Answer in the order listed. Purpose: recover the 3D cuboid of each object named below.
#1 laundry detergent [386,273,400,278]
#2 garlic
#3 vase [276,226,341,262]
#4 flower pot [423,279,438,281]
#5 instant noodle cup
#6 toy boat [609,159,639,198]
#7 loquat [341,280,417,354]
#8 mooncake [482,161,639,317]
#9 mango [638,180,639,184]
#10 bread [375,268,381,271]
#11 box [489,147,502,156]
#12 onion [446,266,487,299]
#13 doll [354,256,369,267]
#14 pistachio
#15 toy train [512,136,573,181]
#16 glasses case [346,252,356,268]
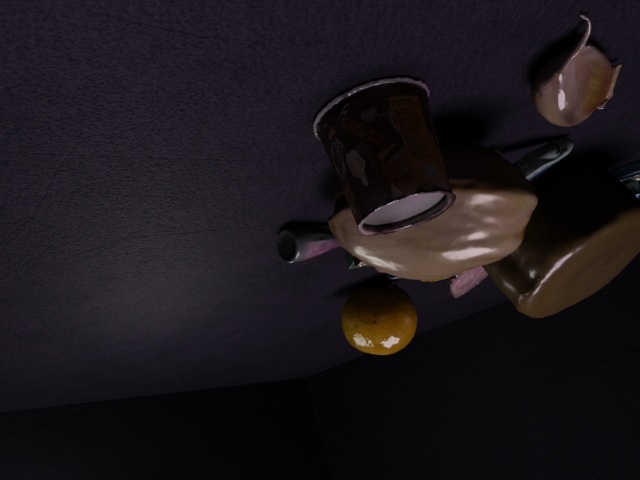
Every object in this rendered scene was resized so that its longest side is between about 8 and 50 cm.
[{"bbox_3d":[0.317,0.095,2.337,0.206,0.061,0.096,0,154,-44],"label":"laundry detergent"},{"bbox_3d":[0.436,-0.284,1.226,0.128,0.149,0.266,16,-177,26],"label":"garlic"},{"bbox_3d":[0.000,0.000,1.725,0.214,0.086,0.086,-8,162,-39],"label":"vase"},{"bbox_3d":[0.327,-0.006,1.829,0.195,0.179,0.195,-16,165,-4],"label":"flower pot"},{"bbox_3d":[0.115,-0.134,1.189,0.217,0.208,0.217,-15,162,-5],"label":"instant noodle cup"},{"bbox_3d":[0.896,-0.161,2.012,0.215,0.102,0.088,-25,163,25],"label":"toy boat"},{"bbox_3d":[0.218,0.271,2.475,0.274,0.275,0.275,-15,163,-5],"label":"loquat"},{"bbox_3d":[0.668,-0.003,1.914,0.466,0.262,0.467,-21,148,-14],"label":"mooncake"},{"bbox_3d":[0.945,-0.115,2.179,0.133,0.111,0.267,11,153,-26],"label":"mango"},{"bbox_3d":[0.212,0.029,1.975,0.105,0.082,0.125,4,137,-14],"label":"bread"},{"bbox_3d":[0.362,-0.139,1.658,0.103,0.055,0.244,-16,162,-4],"label":"box"},{"bbox_3d":[0.516,0.076,2.413,0.247,0.111,0.250,-38,153,-6],"label":"onion"},{"bbox_3d":[0.183,-0.025,1.813,0.286,0.091,0.203,-48,-178,24],"label":"doll"},{"bbox_3d":[0.231,-0.058,1.458,0.445,0.282,0.365,-5,164,36],"label":"pistachio"},{"bbox_3d":[0.485,-0.173,1.585,0.233,0.052,0.051,-34,160,-8],"label":"toy train"},{"bbox_3d":[0.171,0.038,2.060,0.184,0.040,0.078,-12,163,-14],"label":"glasses case"}]
